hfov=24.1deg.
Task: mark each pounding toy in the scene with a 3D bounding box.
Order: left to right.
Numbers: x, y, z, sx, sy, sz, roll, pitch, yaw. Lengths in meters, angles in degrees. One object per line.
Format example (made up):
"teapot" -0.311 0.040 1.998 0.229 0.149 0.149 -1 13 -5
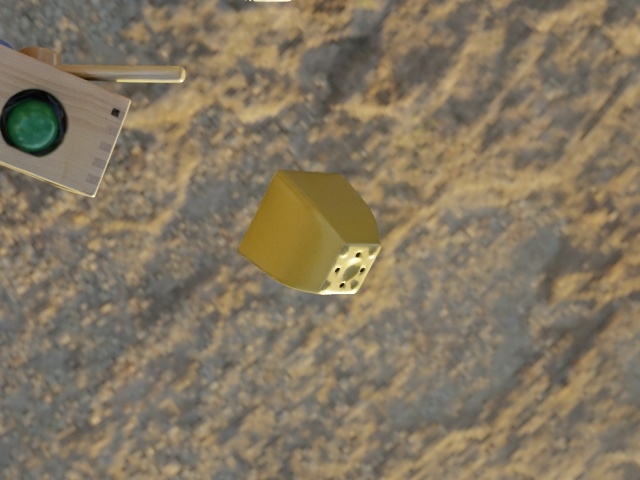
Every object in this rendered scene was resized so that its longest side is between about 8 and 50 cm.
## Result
"pounding toy" -0.185 -0.093 1.004 0.130 0.141 0.100 22 87 -25

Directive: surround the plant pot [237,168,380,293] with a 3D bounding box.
"plant pot" 0.000 0.000 1.203 0.081 0.083 0.081 1 123 -47
